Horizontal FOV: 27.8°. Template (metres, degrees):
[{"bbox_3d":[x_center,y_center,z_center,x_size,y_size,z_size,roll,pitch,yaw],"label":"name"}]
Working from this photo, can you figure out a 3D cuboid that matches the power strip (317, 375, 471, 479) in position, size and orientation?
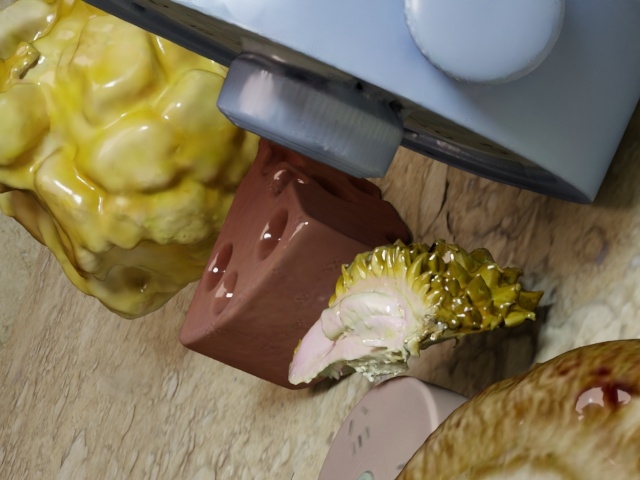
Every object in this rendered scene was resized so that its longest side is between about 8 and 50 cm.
[{"bbox_3d":[0.057,0.161,0.794,0.154,0.078,0.154,-51,27,38],"label":"power strip"}]

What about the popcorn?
[{"bbox_3d":[-0.170,-0.121,1.325,0.354,0.344,0.390,1,35,26],"label":"popcorn"}]

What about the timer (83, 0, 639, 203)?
[{"bbox_3d":[0.020,-0.132,0.781,0.173,0.395,0.395,-66,21,2],"label":"timer"}]

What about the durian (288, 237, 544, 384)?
[{"bbox_3d":[0.040,0.044,0.845,0.224,0.140,0.078,-20,89,45],"label":"durian"}]

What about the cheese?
[{"bbox_3d":[0.003,0.014,1.028,0.177,0.128,0.202,-7,58,64],"label":"cheese"}]

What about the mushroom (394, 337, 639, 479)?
[{"bbox_3d":[0.106,0.214,0.467,0.345,0.239,0.345,-52,5,6],"label":"mushroom"}]
